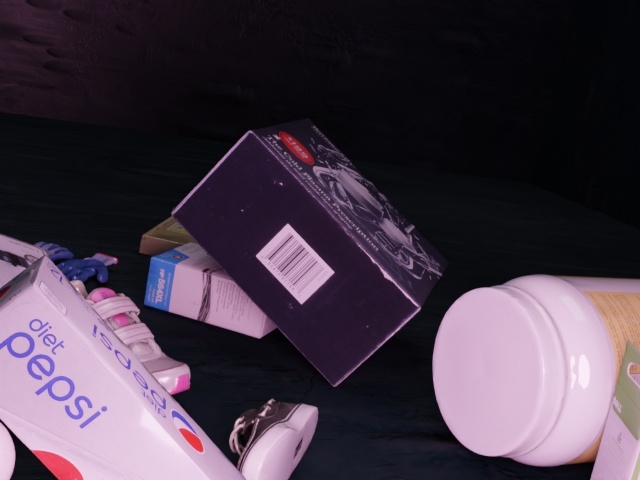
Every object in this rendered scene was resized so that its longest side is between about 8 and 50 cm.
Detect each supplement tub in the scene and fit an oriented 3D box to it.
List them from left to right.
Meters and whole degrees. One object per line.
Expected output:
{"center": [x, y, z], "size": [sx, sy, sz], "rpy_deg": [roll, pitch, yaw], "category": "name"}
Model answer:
{"center": [0.336, 0.165, 1.295], "size": [0.331, 0.241, 0.241], "rpy_deg": [3, 15, -31], "category": "supplement tub"}

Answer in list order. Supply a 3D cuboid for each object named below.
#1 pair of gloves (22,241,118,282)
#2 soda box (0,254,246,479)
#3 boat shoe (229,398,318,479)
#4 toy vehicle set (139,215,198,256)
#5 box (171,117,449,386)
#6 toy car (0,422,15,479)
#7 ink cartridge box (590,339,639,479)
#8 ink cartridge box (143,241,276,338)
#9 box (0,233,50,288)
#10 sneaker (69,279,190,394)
{"center": [-0.433, 0.038, 1.669], "size": [0.198, 0.023, 0.159], "rpy_deg": [14, 15, 16], "category": "pair of gloves"}
{"center": [-0.181, 0.156, 0.851], "size": [0.286, 0.098, 0.091], "rpy_deg": [53, 2, -18], "category": "soda box"}
{"center": [-0.061, 0.222, 1.093], "size": [0.070, 0.078, 0.219], "rpy_deg": [15, 5, 11], "category": "boat shoe"}
{"center": [-0.235, -0.003, 1.976], "size": [0.165, 0.035, 0.267], "rpy_deg": [13, 13, 5], "category": "toy vehicle set"}
{"center": [0.000, 0.000, 1.519], "size": [0.343, 0.179, 0.312], "rpy_deg": [46, 17, 2], "category": "box"}
{"center": [-0.323, 0.214, 0.773], "size": [0.182, 0.136, 0.159], "rpy_deg": [-4, -16, -43], "category": "toy car"}
{"center": [0.357, 0.228, 1.108], "size": [0.062, 0.209, 0.109], "rpy_deg": [10, 13, -2], "category": "ink cartridge box"}
{"center": [-0.154, 0.077, 1.595], "size": [0.203, 0.086, 0.148], "rpy_deg": [16, 13, 16], "category": "ink cartridge box"}
{"center": [-0.377, 0.086, 1.164], "size": [0.169, 0.087, 0.290], "rpy_deg": [23, 14, -38], "category": "box"}
{"center": [-0.265, 0.122, 1.249], "size": [0.252, 0.111, 0.103], "rpy_deg": [18, 15, 27], "category": "sneaker"}
